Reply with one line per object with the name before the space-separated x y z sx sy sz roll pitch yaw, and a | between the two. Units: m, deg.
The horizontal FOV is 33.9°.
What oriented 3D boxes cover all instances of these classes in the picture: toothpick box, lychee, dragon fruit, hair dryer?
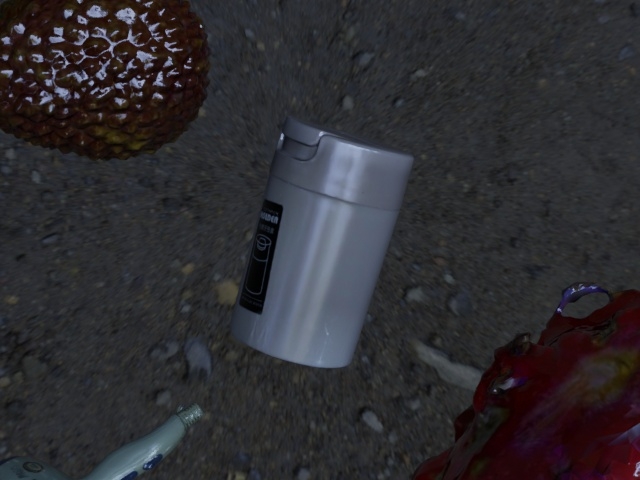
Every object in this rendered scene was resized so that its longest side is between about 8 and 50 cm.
toothpick box | 0.000 0.000 0.852 0.111 0.111 0.180 16 100 -2
lychee | -0.249 -0.197 1.158 0.271 0.236 0.235 -16 94 -27
dragon fruit | 0.218 0.194 0.716 0.386 0.371 0.249 -35 128 -4
hair dryer | -0.246 0.342 1.294 0.298 0.296 0.118 -19 130 -14
